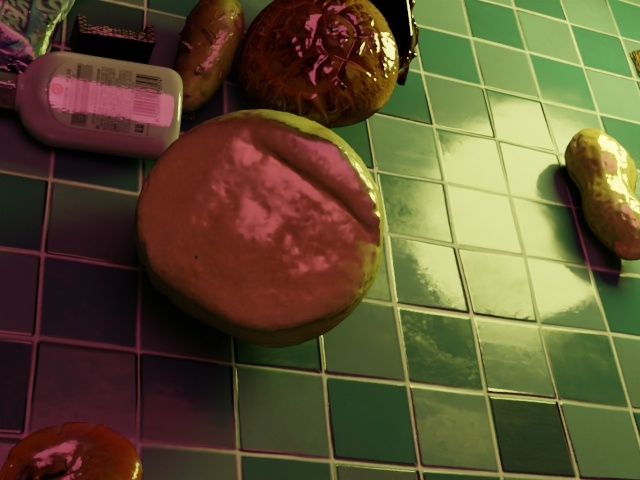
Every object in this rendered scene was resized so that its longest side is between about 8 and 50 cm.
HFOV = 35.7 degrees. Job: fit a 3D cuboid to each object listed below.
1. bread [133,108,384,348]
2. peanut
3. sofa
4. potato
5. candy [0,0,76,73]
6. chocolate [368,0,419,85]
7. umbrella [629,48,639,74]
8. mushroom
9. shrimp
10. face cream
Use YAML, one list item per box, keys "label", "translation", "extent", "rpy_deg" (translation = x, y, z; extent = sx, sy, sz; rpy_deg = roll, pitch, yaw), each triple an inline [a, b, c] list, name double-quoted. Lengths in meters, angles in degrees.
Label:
- label: "bread"
  translation: [-0.074, -0.020, 1.277]
  extent: [0.321, 0.237, 0.320]
  rpy_deg: [0, 77, 2]
- label: "peanut"
  translation: [0.495, -0.081, 1.695]
  extent: [0.117, 0.101, 0.263]
  rpy_deg: [-5, 57, -5]
- label: "sofa"
  translation: [-0.311, -0.299, 1.487]
  extent: [0.118, 0.060, 0.039]
  rpy_deg: [2, 59, -25]
- label: "potato"
  translation: [-0.176, -0.286, 1.511]
  extent: [0.090, 0.117, 0.225]
  rpy_deg: [26, 58, -20]
- label: "candy"
  translation: [-0.436, -0.349, 1.461]
  extent: [0.145, 0.070, 0.275]
  rpy_deg: [29, 46, -16]
- label: "chocolate"
  translation: [0.079, -0.338, 1.677]
  extent: [0.177, 0.206, 0.224]
  rpy_deg: [22, 59, -63]
- label: "umbrella"
  translation: [0.657, -0.368, 2.044]
  extent: [0.031, 0.020, 0.083]
  rpy_deg: [15, 56, -15]
- label: "mushroom"
  translation: [-0.005, -0.277, 1.523]
  extent: [0.253, 0.153, 0.253]
  rpy_deg: [-2, 73, 8]
- label: "shrimp"
  translation: [-0.288, 0.294, 1.061]
  extent: [0.150, 0.068, 0.248]
  rpy_deg: [20, 43, 4]
- label: "face cream"
  translation: [-0.339, -0.191, 1.374]
  extent: [0.291, 0.071, 0.144]
  rpy_deg: [5, 73, -16]
